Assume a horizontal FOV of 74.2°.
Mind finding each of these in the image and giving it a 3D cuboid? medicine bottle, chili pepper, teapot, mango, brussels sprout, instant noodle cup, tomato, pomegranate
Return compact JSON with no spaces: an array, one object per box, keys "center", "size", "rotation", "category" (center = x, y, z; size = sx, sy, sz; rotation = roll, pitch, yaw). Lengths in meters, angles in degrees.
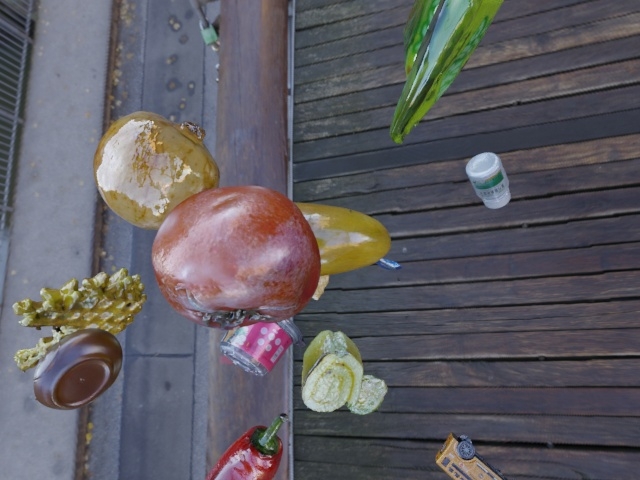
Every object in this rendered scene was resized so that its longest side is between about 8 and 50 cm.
[{"center":[0.412,-0.142,1.030],"size":[0.080,0.130,0.080],"rotation":[-24,41,22],"category":"medicine bottle"},{"center":[-0.154,0.422,0.653],"size":[0.092,0.137,0.368],"rotation":[34,78,-5],"category":"chili pepper"},{"center":[-0.332,0.173,0.575],"size":[0.129,0.098,0.078],"rotation":[-55,44,-1],"category":"teapot"},{"center":[0.000,0.000,0.959],"size":[0.317,0.211,0.173],"rotation":[0,91,8],"category":"mango"},{"center":[0.173,0.575,1.572],"size":[0.181,0.100,0.139],"rotation":[-22,44,20],"category":"brussels sprout"},{"center":[-0.212,0.331,1.403],"size":[0.302,0.258,0.181],"rotation":[34,61,-1],"category":"instant noodle cup"},{"center":[-0.109,0.019,0.591],"size":[0.232,0.232,0.188],"rotation":[-14,65,16],"category":"tomato"},{"center":[-0.318,-0.140,0.840],"size":[0.248,0.248,0.248],"rotation":[-4,79,18],"category":"pomegranate"}]

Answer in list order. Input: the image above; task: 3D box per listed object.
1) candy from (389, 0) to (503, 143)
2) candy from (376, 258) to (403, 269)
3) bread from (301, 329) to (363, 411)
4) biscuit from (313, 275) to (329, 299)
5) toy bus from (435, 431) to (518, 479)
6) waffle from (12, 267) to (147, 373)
[{"center":[0.119,-0.205,0.391],"size":[0.069,0.149,0.246],"rotation":[17,46,-5],"category":"candy"},{"center":[0.274,0.098,1.800],"size":[0.136,0.088,0.038],"rotation":[19,79,-3],"category":"candy"},{"center":[0.039,0.393,1.296],"size":[0.186,0.124,0.257],"rotation":[8,113,-7],"category":"bread"},{"center":[-0.035,0.089,1.782],"size":[0.040,0.309,0.204],"rotation":[4,47,41],"category":"biscuit"},{"center":[0.341,0.499,0.887],"size":[0.194,0.083,0.088],"rotation":[37,87,21],"category":"toy bus"},{"center":[-0.490,0.167,0.888],"size":[0.069,0.260,0.293],"rotation":[56,137,16],"category":"waffle"}]
